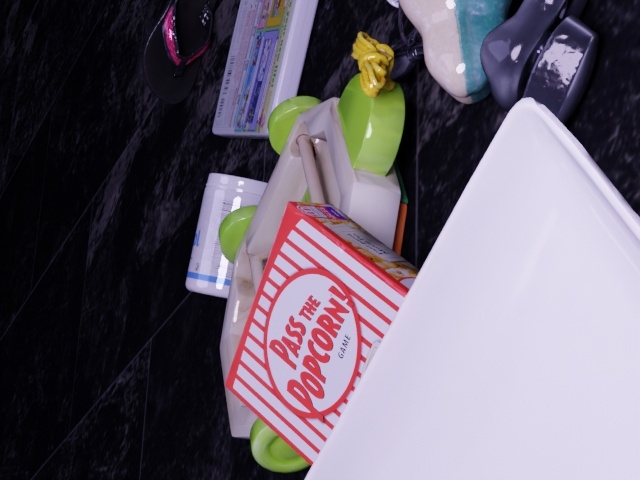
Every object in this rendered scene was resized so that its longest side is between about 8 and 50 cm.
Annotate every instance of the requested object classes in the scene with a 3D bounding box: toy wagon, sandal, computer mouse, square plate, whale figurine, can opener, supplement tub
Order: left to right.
[{"bbox_3d":[-0.145,-0.234,1.911,0.040,0.067,0.179,36,110,57],"label":"sandal"},{"bbox_3d":[-0.077,-0.001,1.564,0.071,0.071,0.107,-178,99,-70],"label":"supplement tub"},{"bbox_3d":[0.000,0.000,1.356,0.267,0.068,0.344,-103,32,-50],"label":"toy wagon"},{"bbox_3d":[0.072,-0.214,1.328,0.106,0.042,0.193,132,140,-63],"label":"computer mouse"},{"bbox_3d":[0.102,-0.229,1.150,0.216,0.141,0.272,5,-105,-83],"label":"whale figurine"},{"bbox_3d":[0.152,-0.158,1.068,0.059,0.073,0.186,-11,-57,-68],"label":"can opener"},{"bbox_3d":[0.123,0.174,0.777,0.344,0.049,0.347,54,133,33],"label":"square plate"}]

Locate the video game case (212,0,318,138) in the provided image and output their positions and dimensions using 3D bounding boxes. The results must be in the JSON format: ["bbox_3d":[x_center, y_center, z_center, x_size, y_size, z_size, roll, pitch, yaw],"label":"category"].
[{"bbox_3d":[-0.046,-0.201,1.672,0.193,0.023,0.212,-169,92,-71],"label":"video game case"}]

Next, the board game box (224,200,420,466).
[{"bbox_3d":[0.026,0.081,1.164,0.193,0.045,0.147,37,115,44],"label":"board game box"}]
